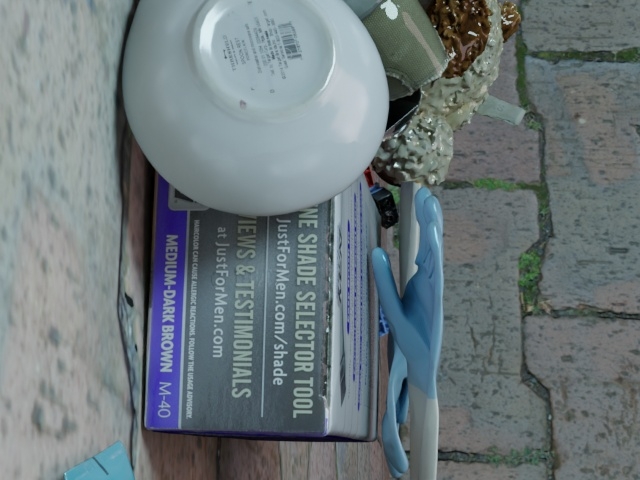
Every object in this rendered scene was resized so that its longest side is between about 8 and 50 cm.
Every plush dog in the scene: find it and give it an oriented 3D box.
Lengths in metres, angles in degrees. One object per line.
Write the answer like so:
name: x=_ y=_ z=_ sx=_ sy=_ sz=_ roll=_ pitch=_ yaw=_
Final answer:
plush dog: x=0.093 y=-0.206 z=1.088 sx=0.262 sy=0.210 sz=0.225 roll=62 pitch=-10 yaw=24

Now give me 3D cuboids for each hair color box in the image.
hair color box: x=-0.023 y=0.039 z=0.827 sx=0.339 sy=0.110 sz=0.185 roll=63 pitch=28 yaw=-79

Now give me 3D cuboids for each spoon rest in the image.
spoon rest: x=-0.048 y=-0.143 z=0.659 sx=0.084 sy=0.137 sz=0.276 roll=127 pitch=-48 yaw=-72

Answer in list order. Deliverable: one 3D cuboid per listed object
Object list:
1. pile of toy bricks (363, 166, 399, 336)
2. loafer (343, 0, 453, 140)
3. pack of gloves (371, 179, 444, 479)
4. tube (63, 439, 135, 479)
pile of toy bricks: x=0.000 y=0.000 z=1.126 sx=0.105 sy=0.118 sz=0.212 roll=41 pitch=-27 yaw=54
loafer: x=0.010 y=-0.088 z=0.827 sx=0.094 sy=0.087 sz=0.251 roll=-46 pitch=-179 yaw=-21
pack of gloves: x=0.051 y=0.072 z=0.903 sx=0.195 sy=0.046 sz=0.232 roll=-143 pitch=-124 yaw=-84
tube: x=-0.083 y=0.195 z=0.542 sx=0.080 sy=0.052 sz=0.207 roll=-3 pitch=86 yaw=-88
